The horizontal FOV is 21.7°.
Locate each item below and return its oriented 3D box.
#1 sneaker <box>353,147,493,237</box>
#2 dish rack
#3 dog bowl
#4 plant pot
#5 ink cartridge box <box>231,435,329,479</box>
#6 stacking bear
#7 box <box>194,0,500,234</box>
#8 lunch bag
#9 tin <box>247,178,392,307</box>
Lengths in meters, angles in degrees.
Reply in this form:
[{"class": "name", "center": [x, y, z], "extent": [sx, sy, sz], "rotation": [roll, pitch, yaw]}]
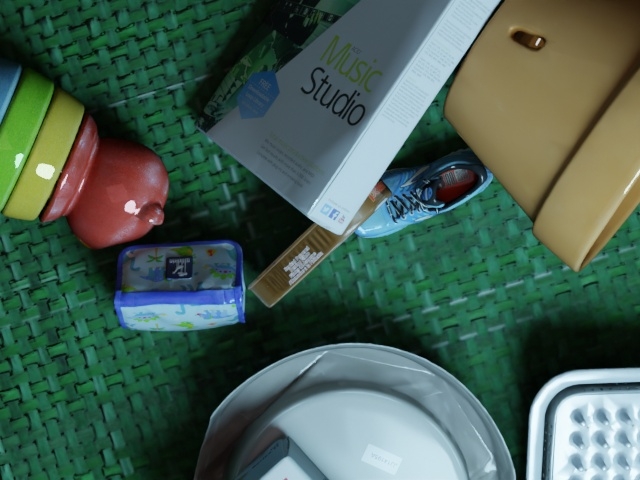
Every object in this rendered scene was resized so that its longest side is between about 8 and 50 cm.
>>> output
[{"class": "sneaker", "center": [0.101, -0.050, 1.721], "extent": [0.162, 0.073, 0.063], "rotation": [-25, 97, 4]}, {"class": "dish rack", "center": [0.344, 0.281, 1.746], "extent": [0.285, 0.072, 0.333], "rotation": [-1, 104, -6]}, {"class": "dog bowl", "center": [0.029, 0.270, 1.743], "extent": [0.348, 0.102, 0.349], "rotation": [0, 97, -2]}, {"class": "plant pot", "center": [0.258, -0.145, 1.628], "extent": [0.203, 0.291, 0.291], "rotation": [38, 94, 11]}, {"class": "ink cartridge box", "center": [-0.020, 0.323, 1.653], "extent": [0.153, 0.087, 0.208], "rotation": [-43, 95, 3]}, {"class": "stacking bear", "center": [-0.290, -0.084, 1.672], "extent": [0.289, 0.175, 0.164], "rotation": [24, 103, -14]}, {"class": "box", "center": [0.032, -0.193, 1.634], "extent": [0.058, 0.232, 0.322], "rotation": [32, 95, -43]}, {"class": "lunch bag", "center": [-0.140, 0.049, 1.687], "extent": [0.128, 0.151, 0.096], "rotation": [-3, 97, -1]}, {"class": "tin", "center": [0.000, 0.000, 1.685], "extent": [0.040, 0.106, 0.189], "rotation": [45, 125, -2]}]
